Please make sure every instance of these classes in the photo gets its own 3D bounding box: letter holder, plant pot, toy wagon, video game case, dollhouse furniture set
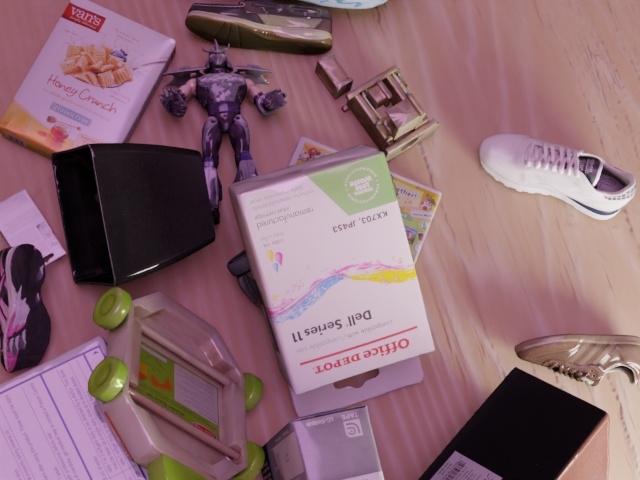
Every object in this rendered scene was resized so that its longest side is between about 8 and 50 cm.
[{"bbox_3d":[0.246,0.363,1.706,0.152,0.214,0.302,25,56,34],"label":"letter holder"},{"bbox_3d":[-0.250,-0.044,1.748,0.167,0.187,0.188,-11,94,-27],"label":"plant pot"},{"bbox_3d":[-0.184,0.220,1.628,0.267,0.068,0.344,38,31,-33],"label":"toy wagon"},{"bbox_3d":[0.038,-0.020,1.863,0.227,0.026,0.206,22,73,2],"label":"video game case"},{"bbox_3d":[0.092,-0.232,1.860,0.101,0.161,0.182,-32,80,-14],"label":"dollhouse furniture set"}]

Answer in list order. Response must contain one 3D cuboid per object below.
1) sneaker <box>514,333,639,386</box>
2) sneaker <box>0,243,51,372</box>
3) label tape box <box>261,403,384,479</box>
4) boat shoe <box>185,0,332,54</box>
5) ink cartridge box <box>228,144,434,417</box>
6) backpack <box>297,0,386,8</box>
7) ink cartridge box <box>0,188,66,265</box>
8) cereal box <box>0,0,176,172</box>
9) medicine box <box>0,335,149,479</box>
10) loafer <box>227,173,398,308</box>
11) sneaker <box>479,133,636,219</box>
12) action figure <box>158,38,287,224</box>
[{"bbox_3d":[0.373,0.173,1.820,0.189,0.066,0.071,-1,75,-6],"label":"sneaker"},{"bbox_3d":[-0.421,0.093,1.765,0.072,0.077,0.178,5,88,-44],"label":"sneaker"},{"bbox_3d":[0.024,0.398,1.620,0.106,0.240,0.333,-10,74,-16],"label":"label tape box"},{"bbox_3d":[-0.090,-0.331,1.915,0.224,0.080,0.073,8,73,-9],"label":"boat shoe"},{"bbox_3d":[0.024,0.070,1.713,0.207,0.119,0.353,-18,102,-8],"label":"ink cartridge box"},{"bbox_3d":[-0.013,-0.488,1.899,0.356,0.273,0.290,25,65,-11],"label":"backpack"},{"bbox_3d":[-0.416,-0.009,1.810,0.063,0.029,0.115,-33,81,-14],"label":"ink cartridge box"},{"bbox_3d":[-0.339,-0.225,1.871,0.173,0.047,0.240,24,73,0],"label":"cereal box"},{"bbox_3d":[-0.352,0.312,1.658,0.289,0.149,0.263,-26,78,-12],"label":"medicine box"},{"bbox_3d":[0.000,0.000,1.804,0.268,0.096,0.084,-30,98,-6],"label":"loafer"},{"bbox_3d":[0.352,-0.111,1.888,0.235,0.095,0.090,18,74,1],"label":"sneaker"},{"bbox_3d":[-0.137,-0.167,1.852,0.185,0.099,0.284,-6,71,-2],"label":"action figure"}]
